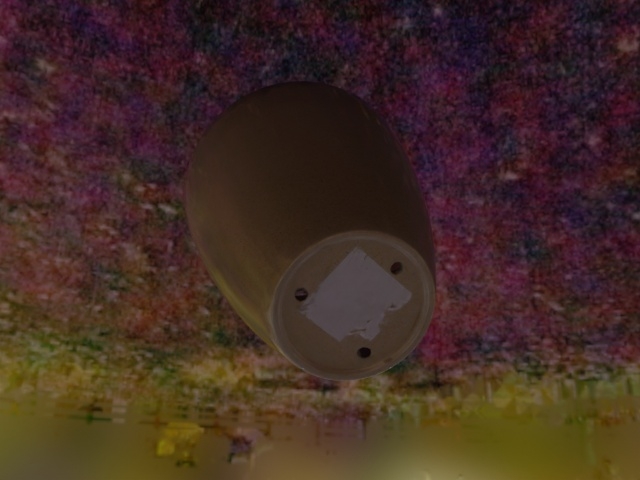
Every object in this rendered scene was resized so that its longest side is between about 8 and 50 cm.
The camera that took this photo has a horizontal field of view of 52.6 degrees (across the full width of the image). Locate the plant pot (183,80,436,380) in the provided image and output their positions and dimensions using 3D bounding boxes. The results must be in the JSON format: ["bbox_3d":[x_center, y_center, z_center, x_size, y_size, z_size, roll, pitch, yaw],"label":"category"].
[{"bbox_3d":[0.000,0.000,0.603,0.256,0.257,0.274,5,-160,-13],"label":"plant pot"}]
